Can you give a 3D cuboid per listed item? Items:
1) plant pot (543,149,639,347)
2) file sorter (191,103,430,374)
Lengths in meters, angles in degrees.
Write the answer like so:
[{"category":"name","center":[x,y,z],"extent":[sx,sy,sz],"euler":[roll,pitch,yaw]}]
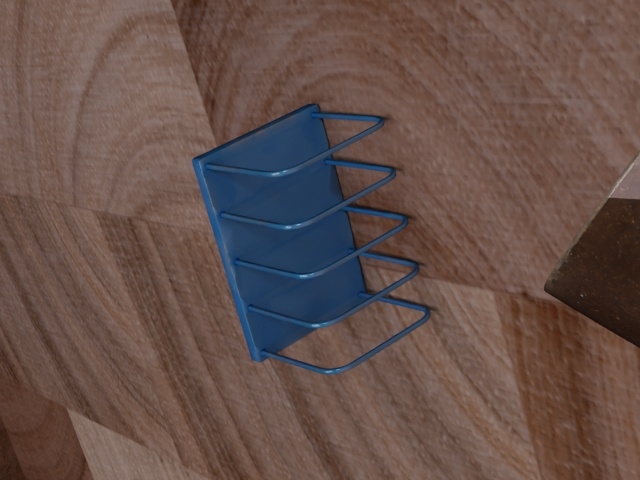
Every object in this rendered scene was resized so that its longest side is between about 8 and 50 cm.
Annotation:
[{"category":"plant pot","center":[0.250,0.009,0.553],"extent":[0.230,0.215,0.215],"euler":[39,145,11]},{"category":"file sorter","center":[0.000,0.000,0.999],"extent":[0.104,0.118,0.170],"euler":[12,124,50]}]
